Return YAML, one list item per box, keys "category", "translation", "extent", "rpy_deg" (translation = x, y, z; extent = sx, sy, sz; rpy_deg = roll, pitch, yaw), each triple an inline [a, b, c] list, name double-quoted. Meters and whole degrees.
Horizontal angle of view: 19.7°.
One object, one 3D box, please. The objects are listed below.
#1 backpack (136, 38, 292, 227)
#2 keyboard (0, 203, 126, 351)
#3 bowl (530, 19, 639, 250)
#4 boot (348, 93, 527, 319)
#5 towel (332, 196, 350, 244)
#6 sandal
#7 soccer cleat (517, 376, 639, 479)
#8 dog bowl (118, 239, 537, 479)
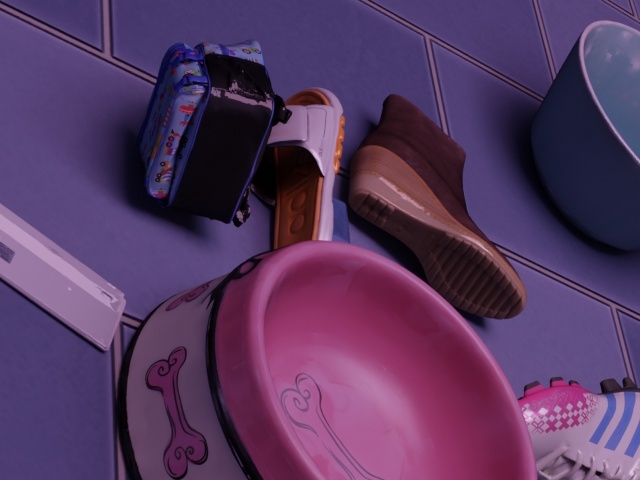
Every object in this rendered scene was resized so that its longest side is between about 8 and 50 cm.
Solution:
- category: "backpack"
  translation: [-0.111, -0.123, 1.793]
  extent: [0.117, 0.158, 0.173]
  rpy_deg: [12, 31, -18]
- category: "keyboard"
  translation: [-0.278, 0.002, 1.601]
  extent: [0.256, 0.014, 0.072]
  rpy_deg: [37, 40, -17]
- category: "bowl"
  translation: [0.386, -0.110, 2.336]
  extent: [0.311, 0.163, 0.311]
  rpy_deg: [30, 38, -27]
- category: "boot"
  translation: [0.147, -0.044, 2.060]
  extent: [0.248, 0.090, 0.207]
  rpy_deg: [38, 37, -10]
- category: "towel"
  translation: [0.000, 0.000, 1.904]
  extent: [0.067, 0.029, 0.119]
  rpy_deg: [28, 39, -29]
- category: "sandal"
  translation: [-0.034, -0.070, 1.870]
  extent: [0.076, 0.102, 0.265]
  rpy_deg: [31, 39, -30]
- category: "soccer cleat"
  translation: [0.273, 0.223, 1.917]
  extent: [0.331, 0.116, 0.143]
  rpy_deg: [-1, 57, -50]
- category: "dog bowl"
  translation: [0.026, 0.177, 1.651]
  extent: [0.408, 0.150, 0.408]
  rpy_deg: [31, 37, -27]
